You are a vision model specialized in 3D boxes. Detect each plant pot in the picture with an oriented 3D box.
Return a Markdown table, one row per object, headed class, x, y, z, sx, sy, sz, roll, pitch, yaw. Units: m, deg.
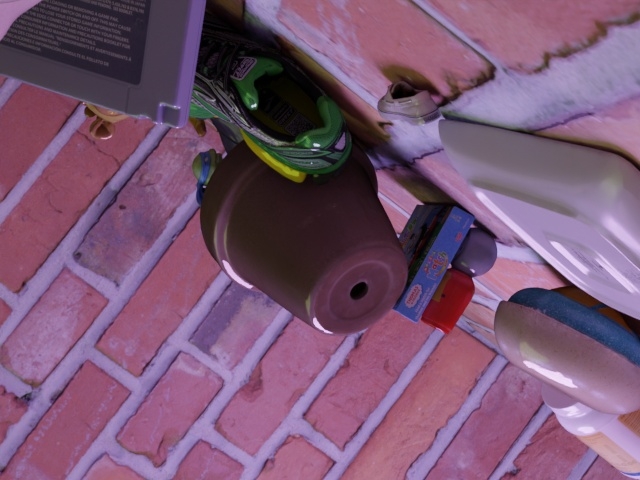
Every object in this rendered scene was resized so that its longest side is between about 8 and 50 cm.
| class | x | y | z | sx | sy | sz | roll | pitch | yaw |
| --- | --- | --- | --- | --- | --- | --- | --- | --- | --- |
| plant pot | 0.000 | 0.000 | 1.266 | 0.263 | 0.263 | 0.229 | 39 | -173 | -45 |

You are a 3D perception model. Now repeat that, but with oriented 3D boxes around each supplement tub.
| class | x | y | z | sx | sy | sz | roll | pitch | yaw |
| --- | --- | --- | --- | --- | --- | --- | --- | --- | --- |
| supplement tub | 0.449 | 0.256 | 1.442 | 0.199 | 0.144 | 0.144 | 38 | 177 | -19 |

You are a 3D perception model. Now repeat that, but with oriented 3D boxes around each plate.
| class | x | y | z | sx | sy | sz | roll | pitch | yaw |
| --- | --- | --- | --- | --- | --- | --- | --- | --- | --- |
| plate | 0.244 | 0.005 | 0.816 | 0.277 | 0.045 | 0.278 | 39 | 177 | -24 |

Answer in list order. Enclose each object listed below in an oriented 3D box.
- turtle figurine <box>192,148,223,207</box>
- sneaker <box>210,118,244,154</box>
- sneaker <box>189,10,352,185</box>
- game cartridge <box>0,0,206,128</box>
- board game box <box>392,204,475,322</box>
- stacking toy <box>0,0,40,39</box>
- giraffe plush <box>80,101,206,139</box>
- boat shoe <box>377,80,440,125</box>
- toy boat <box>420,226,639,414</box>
| class | x | y | z | sx | sy | sz | roll | pitch | yaw |
| --- | --- | --- | --- | --- | --- | --- | --- | --- | --- |
| turtle figurine | -0.044 | -0.146 | 1.433 | 0.266 | 0.275 | 0.198 | 17 | 164 | -25 |
| sneaker | -0.119 | -0.160 | 1.604 | 0.286 | 0.130 | 0.109 | 39 | -151 | 1 |
| sneaker | -0.105 | -0.206 | 1.136 | 0.343 | 0.134 | 0.146 | 31 | 167 | 6 |
| game cartridge | -0.260 | -0.254 | 1.029 | 0.294 | 0.196 | 0.060 | 19 | -155 | 17 |
| board game box | 0.137 | 0.026 | 1.339 | 0.039 | 0.160 | 0.211 | 29 | 178 | -7 |
| stacking toy | -0.325 | -0.329 | 0.543 | 0.480 | 0.350 | 0.350 | 57 | 172 | -17 |
| giraffe plush | -0.257 | -0.225 | 1.323 | 0.210 | 0.170 | 0.181 | 107 | 152 | -74 |
| boat shoe | 0.076 | -0.129 | 0.863 | 0.035 | 0.035 | 0.100 | 67 | 170 | -21 |
| toy boat | 0.274 | 0.094 | 1.202 | 0.318 | 0.148 | 0.267 | 26 | 176 | 38 |
